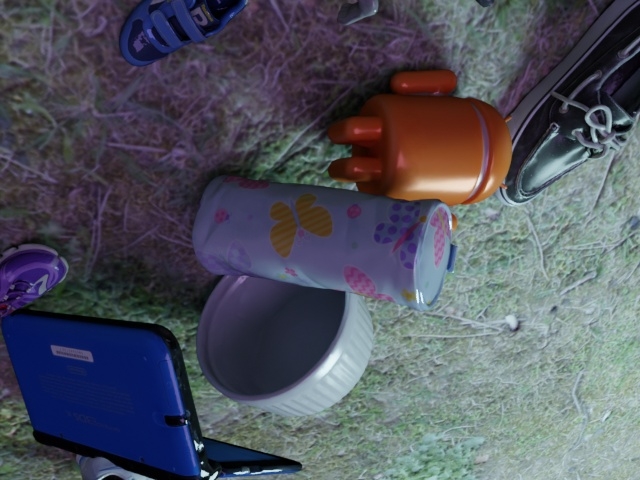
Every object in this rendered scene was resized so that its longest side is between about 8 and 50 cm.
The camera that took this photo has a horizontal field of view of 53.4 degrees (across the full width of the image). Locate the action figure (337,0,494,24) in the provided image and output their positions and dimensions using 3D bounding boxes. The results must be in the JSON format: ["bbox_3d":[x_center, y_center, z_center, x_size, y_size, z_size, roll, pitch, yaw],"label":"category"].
[{"bbox_3d":[0.106,-0.377,0.501,0.342,0.178,0.330,-24,137,0],"label":"action figure"}]

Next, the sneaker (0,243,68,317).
[{"bbox_3d":[-0.355,0.068,0.702,0.170,0.071,0.068,-31,128,2],"label":"sneaker"}]

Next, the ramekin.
[{"bbox_3d":[-0.034,0.112,0.769,0.207,0.207,0.109,-35,137,6],"label":"ramekin"}]

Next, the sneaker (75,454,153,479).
[{"bbox_3d":[-0.256,0.346,0.922,0.191,0.083,0.071,13,116,-28],"label":"sneaker"}]

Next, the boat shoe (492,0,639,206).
[{"bbox_3d":[0.330,-0.154,0.771,0.113,0.105,0.306,30,109,-33],"label":"boat shoe"}]

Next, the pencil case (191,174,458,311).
[{"bbox_3d":[0.000,0.000,0.673,0.124,0.273,0.113,40,61,-60],"label":"pencil case"}]

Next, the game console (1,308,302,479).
[{"bbox_3d":[-0.197,0.180,0.752,0.173,0.293,0.250,-28,113,-52],"label":"game console"}]

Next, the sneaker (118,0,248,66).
[{"bbox_3d":[-0.128,-0.211,0.599,0.144,0.059,0.053,-33,130,6],"label":"sneaker"}]

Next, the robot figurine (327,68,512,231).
[{"bbox_3d":[0.120,-0.099,0.721,0.220,0.158,0.128,-2,145,-18],"label":"robot figurine"}]
